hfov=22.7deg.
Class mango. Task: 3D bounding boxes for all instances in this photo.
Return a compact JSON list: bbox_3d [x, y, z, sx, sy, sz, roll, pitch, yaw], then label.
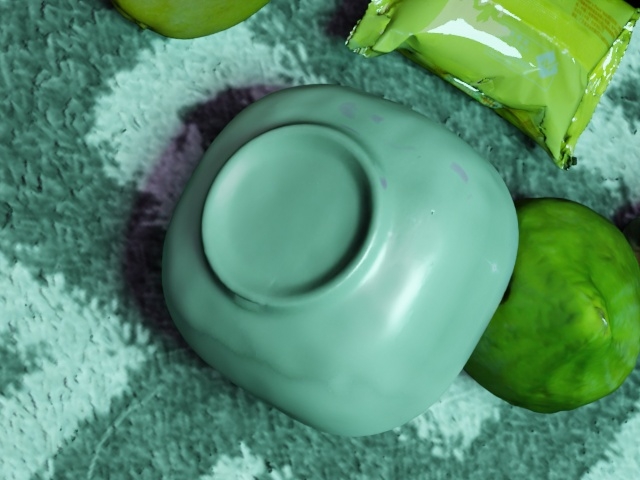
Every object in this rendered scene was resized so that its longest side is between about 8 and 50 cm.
[{"bbox_3d":[-0.073,-0.227,1.152,0.130,0.092,0.195,39,72,-13],"label":"mango"}]

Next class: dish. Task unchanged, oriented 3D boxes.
[{"bbox_3d":[0.000,0.000,1.100,0.256,0.117,0.256,-7,70,20],"label":"dish"}]

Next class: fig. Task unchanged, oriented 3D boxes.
[{"bbox_3d":[0.158,0.052,1.182,0.167,0.233,0.167,4,99,23],"label":"fig"}]

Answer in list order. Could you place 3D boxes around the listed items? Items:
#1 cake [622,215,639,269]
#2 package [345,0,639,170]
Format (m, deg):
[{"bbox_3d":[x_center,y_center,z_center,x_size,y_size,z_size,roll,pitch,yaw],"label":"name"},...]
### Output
[{"bbox_3d":[0.403,0.050,1.203,0.230,0.309,0.237,-22,96,-18],"label":"cake"},{"bbox_3d":[0.139,-0.170,1.217,0.226,0.090,0.168,29,81,-19],"label":"package"}]
